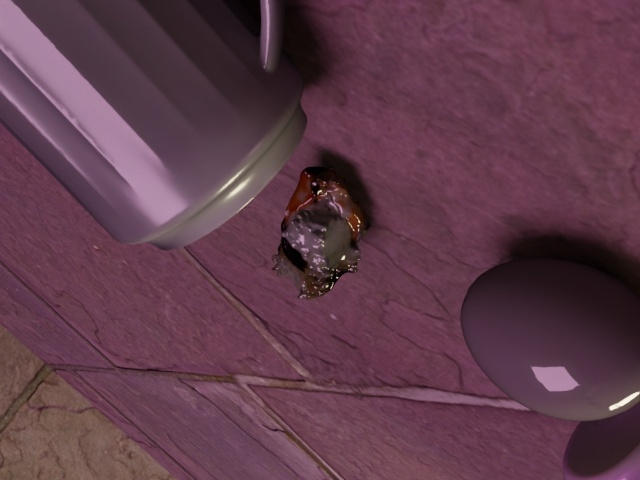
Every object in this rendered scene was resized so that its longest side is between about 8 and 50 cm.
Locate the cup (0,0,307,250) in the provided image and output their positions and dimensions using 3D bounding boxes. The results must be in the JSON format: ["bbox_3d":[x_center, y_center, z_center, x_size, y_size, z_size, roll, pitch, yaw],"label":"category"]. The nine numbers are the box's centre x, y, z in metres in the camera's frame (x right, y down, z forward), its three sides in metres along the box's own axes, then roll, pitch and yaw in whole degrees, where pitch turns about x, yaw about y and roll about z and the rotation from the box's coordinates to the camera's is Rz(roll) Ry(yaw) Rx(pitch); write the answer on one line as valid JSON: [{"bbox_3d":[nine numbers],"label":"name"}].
[{"bbox_3d":[-0.155,-0.189,0.905,0.323,0.237,0.327,-30,114,29],"label":"cup"}]

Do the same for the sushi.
[{"bbox_3d":[0.000,0.004,1.148,0.097,0.103,0.226,17,155,0],"label":"sushi"}]

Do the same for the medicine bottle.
[{"bbox_3d":[0.388,0.277,1.067,0.254,0.152,0.152,43,153,-9],"label":"medicine bottle"}]

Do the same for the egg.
[{"bbox_3d":[0.222,0.090,0.964,0.199,0.146,0.146,26,153,34],"label":"egg"}]
